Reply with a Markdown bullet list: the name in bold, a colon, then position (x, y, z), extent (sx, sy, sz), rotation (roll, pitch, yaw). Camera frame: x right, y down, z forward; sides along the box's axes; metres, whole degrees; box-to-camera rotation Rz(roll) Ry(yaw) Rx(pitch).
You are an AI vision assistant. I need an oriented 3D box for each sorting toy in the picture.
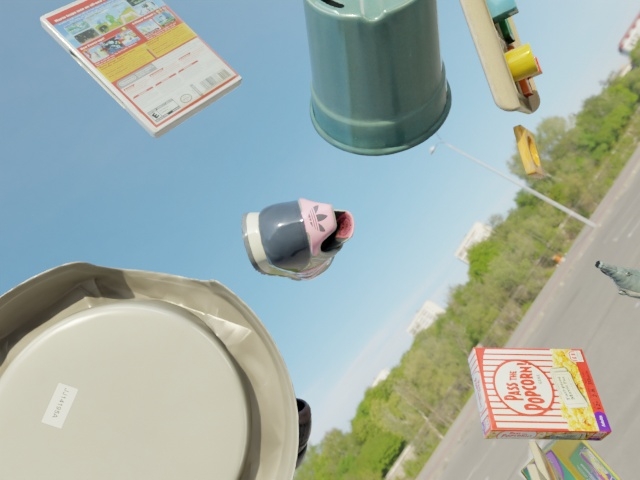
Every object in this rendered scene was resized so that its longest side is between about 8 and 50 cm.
- **sorting toy**: position (0.235, -0.247, 0.630), extent (0.047, 0.348, 0.196), rotation (-18, 2, 34)

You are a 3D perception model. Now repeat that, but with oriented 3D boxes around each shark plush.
- **shark plush**: position (0.492, 0.051, 0.783), extent (0.073, 0.161, 0.067), rotation (-66, 9, -29)

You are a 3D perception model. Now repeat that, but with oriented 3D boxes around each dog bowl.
- **dog bowl**: position (-0.200, 0.192, 0.527), extent (0.349, 0.349, 0.102), rotation (-51, 0, -13)

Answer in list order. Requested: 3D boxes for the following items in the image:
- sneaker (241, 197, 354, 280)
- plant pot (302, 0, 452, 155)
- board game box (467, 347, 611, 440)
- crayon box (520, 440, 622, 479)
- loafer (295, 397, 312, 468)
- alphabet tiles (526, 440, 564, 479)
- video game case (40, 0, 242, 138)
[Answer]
- **sneaker**: position (0.000, 0.000, 0.778), extent (0.131, 0.112, 0.319), rotation (-15, -4, 14)
- **plant pot**: position (0.112, -0.418, 1.086), extent (0.341, 0.341, 0.334), rotation (-49, -27, -17)
- **board game box**: position (0.361, 0.257, 0.859), extent (0.045, 0.193, 0.147), rotation (92, 178, -49)
- **crayon box**: position (0.661, 0.638, 1.182), extent (0.106, 0.363, 0.313), rotation (-48, -31, 19)
- **loafer**: position (-0.156, 0.214, 0.676), extent (0.109, 0.302, 0.095), rotation (-76, 1, -65)
- **alphabet tiles**: position (0.322, 0.405, 0.569), extent (0.011, 0.342, 0.285), rotation (-28, 32, 19)
- **video game case**: position (-0.309, -0.330, 0.899), extent (0.204, 0.285, 0.025), rotation (-43, -4, -29)
